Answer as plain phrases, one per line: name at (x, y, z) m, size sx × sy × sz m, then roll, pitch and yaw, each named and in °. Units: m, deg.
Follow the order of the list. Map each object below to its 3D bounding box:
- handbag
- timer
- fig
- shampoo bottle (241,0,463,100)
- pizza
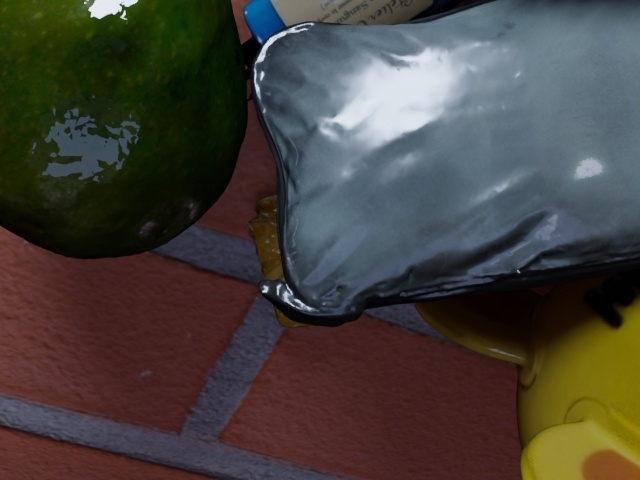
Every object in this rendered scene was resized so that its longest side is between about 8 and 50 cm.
handbag at (0.113, -0.064, 0.506) m, size 0.332 × 0.191 × 0.075 m, roll -11°, pitch 173°, yaw -1°
timer at (0.281, 0.121, 0.600) m, size 0.387 × 0.376 × 0.376 m, roll 11°, pitch 128°, yaw -14°
fig at (-0.129, -0.107, 0.500) m, size 0.195 × 0.195 × 0.245 m, roll 24°, pitch 129°, yaw -20°
shampoo bottle at (0.017, -0.158, 0.553) m, size 0.183 × 0.050 × 0.087 m, roll -31°, pitch 127°, yaw 21°
pizza at (0.000, 0.000, 0.684) m, size 0.175 × 0.046 × 0.134 m, roll -37°, pitch 122°, yaw 25°
